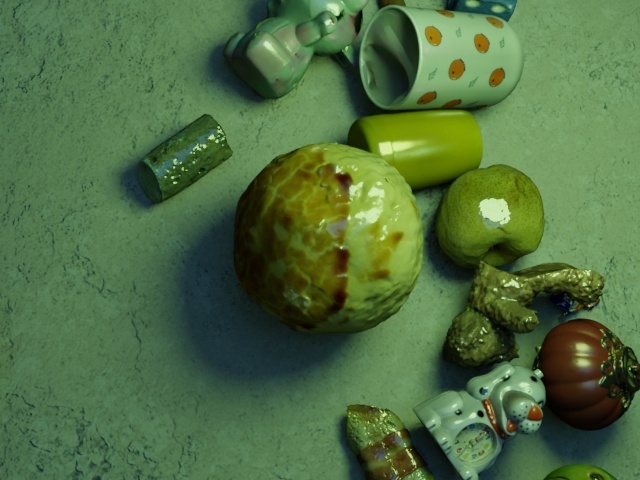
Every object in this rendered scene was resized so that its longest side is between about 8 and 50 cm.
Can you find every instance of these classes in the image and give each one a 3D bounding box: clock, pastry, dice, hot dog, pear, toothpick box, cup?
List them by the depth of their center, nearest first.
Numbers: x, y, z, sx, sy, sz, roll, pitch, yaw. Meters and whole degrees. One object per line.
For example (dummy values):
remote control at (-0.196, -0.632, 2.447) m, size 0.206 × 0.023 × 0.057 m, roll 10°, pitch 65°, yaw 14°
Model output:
pastry at (0.000, 0.000, 1.617) m, size 0.313 × 0.389 × 0.388 m, roll -13°, pitch 73°, yaw -52°
clock at (0.332, 0.337, 1.652) m, size 0.254 × 0.189 × 0.188 m, roll -33°, pitch 82°, yaw 2°
hot dog at (0.139, 0.435, 1.669) m, size 0.123 × 0.093 × 0.261 m, roll -23°, pitch 64°, yaw -6°
pear at (0.351, -0.056, 1.791) m, size 0.229 × 0.188 × 0.211 m, roll -5°, pitch 59°, yaw -4°
toothpick box at (0.208, -0.193, 1.816) m, size 0.272 × 0.175 × 0.174 m, roll -11°, pitch 77°, yaw -16°
cup at (0.273, -0.388, 1.829) m, size 0.318 × 0.212 × 0.212 m, roll -6°, pitch 75°, yaw -31°
dice at (0.382, -0.585, 1.969) m, size 0.146 × 0.146 × 0.143 m, roll 14°, pitch 71°, yaw -5°

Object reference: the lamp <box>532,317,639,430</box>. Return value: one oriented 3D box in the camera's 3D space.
lamp at (0.541, 0.268, 1.719) m, size 0.227 × 0.227 × 0.226 m, roll 3°, pitch 74°, yaw -9°

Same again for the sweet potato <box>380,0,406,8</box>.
sweet potato at (0.167, -0.543, 1.968) m, size 0.068 × 0.068 × 0.226 m, roll -2°, pitch 61°, yaw -10°

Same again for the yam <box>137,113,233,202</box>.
yam at (-0.285, -0.166, 1.759) m, size 0.194 × 0.107 × 0.107 m, roll -38°, pitch 83°, yaw -16°

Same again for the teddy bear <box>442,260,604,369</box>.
teddy bear at (0.403, 0.154, 1.713) m, size 0.296 × 0.246 × 0.222 m, roll 2°, pitch 91°, yaw -1°

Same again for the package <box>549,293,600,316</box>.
package at (0.554, 0.125, 1.858) m, size 0.111 × 0.033 × 0.077 m, roll -26°, pitch 56°, yaw -29°

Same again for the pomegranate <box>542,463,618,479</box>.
pomegranate at (0.531, 0.553, 1.657) m, size 0.159 × 0.190 × 0.240 m, roll -4°, pitch 72°, yaw -38°

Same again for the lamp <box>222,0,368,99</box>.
lamp at (-0.030, -0.435, 1.841) m, size 0.301 × 0.247 × 0.247 m, roll -47°, pitch 115°, yaw -12°
